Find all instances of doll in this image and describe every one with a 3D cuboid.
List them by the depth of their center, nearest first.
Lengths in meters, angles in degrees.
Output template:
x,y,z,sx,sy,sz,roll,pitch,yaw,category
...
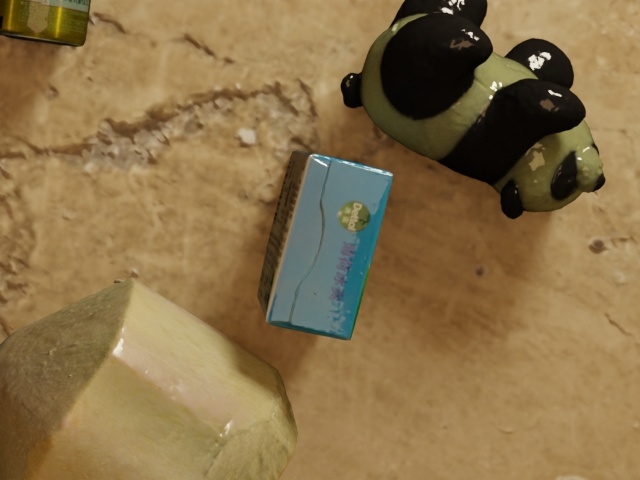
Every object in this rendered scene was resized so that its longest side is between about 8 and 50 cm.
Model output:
x,y,z,sx,sy,sz,roll,pitch,yaw,category
0.142,-0.117,1.462,0.234,0.143,0.135,30,115,-7,doll

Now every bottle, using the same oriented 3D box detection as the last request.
x,y,z,sx,sy,sz,roll,pitch,yaw,category
-0.220,-0.310,1.441,0.082,0.082,0.286,8,94,-5,bottle

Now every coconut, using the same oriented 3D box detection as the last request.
x,y,z,sx,sy,sz,roll,pitch,yaw,category
-0.162,0.155,1.404,0.244,0.239,0.239,33,91,-11,coconut

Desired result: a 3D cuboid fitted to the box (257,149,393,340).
x,y,z,sx,sy,sz,roll,pitch,yaw,category
-0.001,0.000,1.422,0.073,0.194,0.139,13,93,-6,box
